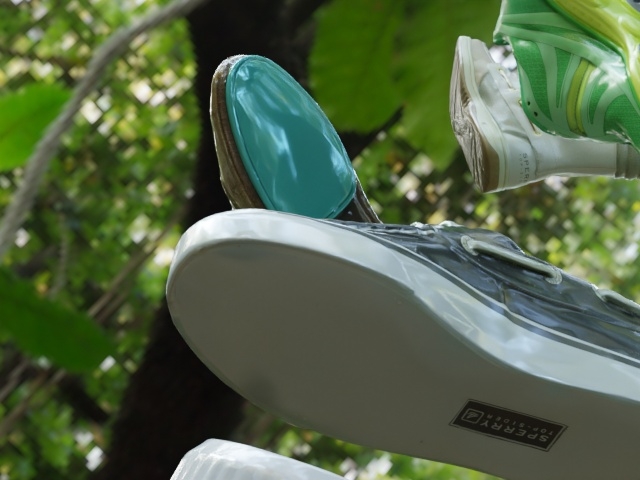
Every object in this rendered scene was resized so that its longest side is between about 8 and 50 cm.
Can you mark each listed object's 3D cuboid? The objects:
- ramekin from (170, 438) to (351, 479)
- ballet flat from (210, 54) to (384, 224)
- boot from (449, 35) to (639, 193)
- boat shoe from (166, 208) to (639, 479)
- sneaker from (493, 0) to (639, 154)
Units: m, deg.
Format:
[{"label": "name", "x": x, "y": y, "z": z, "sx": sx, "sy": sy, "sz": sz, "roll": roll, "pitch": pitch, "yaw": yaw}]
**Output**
[{"label": "ramekin", "x": -0.008, "y": 0.245, "z": 1.391, "sx": 0.273, "sy": 0.127, "sz": 0.273, "roll": 19, "pitch": -12, "yaw": 4}, {"label": "ballet flat", "x": 0.000, "y": 0.000, "z": 1.598, "sx": 0.342, "sy": 0.116, "sz": 0.124, "roll": 51, "pitch": -34, "yaw": -2}, {"label": "boot", "x": 0.208, "y": -0.119, "z": 1.688, "sx": 0.165, "sy": 0.213, "sz": 0.077, "roll": -3, "pitch": -53, "yaw": -6}, {"label": "boat shoe", "x": 0.045, "y": 0.033, "z": 0.656, "sx": 0.219, "sy": 0.070, "sz": 0.078, "roll": 23, "pitch": -51, "yaw": -22}, {"label": "sneaker", "x": 0.234, "y": -0.118, "z": 1.449, "sx": 0.295, "sy": 0.109, "sz": 0.123, "roll": 58, "pitch": -44, "yaw": 41}]
